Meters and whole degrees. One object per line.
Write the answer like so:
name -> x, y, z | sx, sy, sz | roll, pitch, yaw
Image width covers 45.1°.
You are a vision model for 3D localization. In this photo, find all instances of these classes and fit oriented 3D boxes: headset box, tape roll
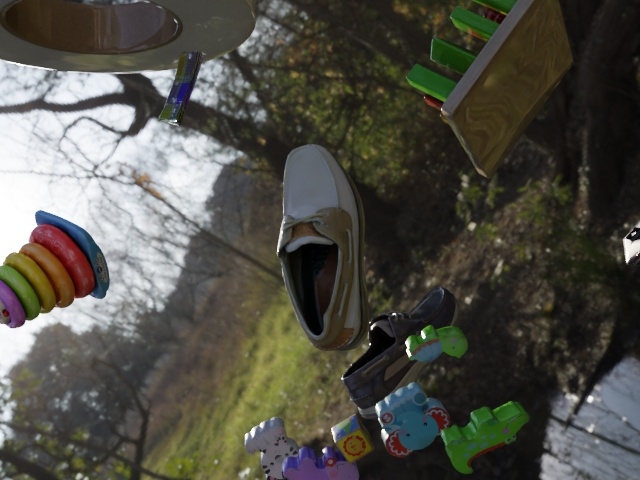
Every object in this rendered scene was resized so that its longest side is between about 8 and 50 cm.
headset box -> 0.337, -0.001, 0.738 | 0.062, 0.083, 0.032 | 101, 174, -58
tape roll -> -0.269, -0.286, 0.910 | 0.392, 0.391, 0.072 | 123, 143, -83

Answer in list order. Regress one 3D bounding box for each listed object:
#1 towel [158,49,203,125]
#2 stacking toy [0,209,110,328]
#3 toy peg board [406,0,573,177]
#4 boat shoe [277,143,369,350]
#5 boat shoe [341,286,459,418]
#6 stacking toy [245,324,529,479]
towel -> -0.153, -0.169, 0.845 | 0.060, 0.009, 0.083 | 24, 95, 57
stacking toy -> -0.550, 0.092, 1.398 | 0.302, 0.165, 0.175 | -41, -41, -40
toy peg board -> 0.173, -0.175, 0.798 | 0.161, 0.079, 0.160 | -54, -31, 0
boat shoe -> 0.000, 0.000, 1.064 | 0.103, 0.113, 0.302 | 21, -126, -64
boat shoe -> 0.170, 0.207, 1.603 | 0.132, 0.130, 0.355 | -24, 20, 51
stacking toy -> 0.037, 0.155, 0.574 | 0.221, 0.052, 0.167 | -32, 15, 4
